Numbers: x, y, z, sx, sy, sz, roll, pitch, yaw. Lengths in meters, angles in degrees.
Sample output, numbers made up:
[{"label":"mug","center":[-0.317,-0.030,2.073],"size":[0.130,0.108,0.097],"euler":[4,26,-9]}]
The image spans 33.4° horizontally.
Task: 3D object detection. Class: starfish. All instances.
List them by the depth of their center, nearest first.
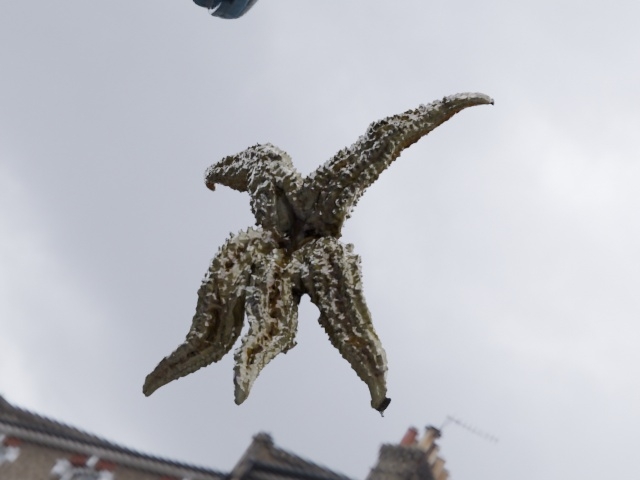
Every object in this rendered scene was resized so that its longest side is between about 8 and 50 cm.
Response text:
[{"label":"starfish","center":[-0.008,0.024,0.871],"size":[0.301,0.294,0.084],"euler":[-8,-43,26]}]

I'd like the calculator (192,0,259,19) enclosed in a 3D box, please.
[{"label":"calculator","center":[-0.055,-0.226,0.636],"size":[0.039,0.210,0.121],"euler":[8,-47,-23]}]
